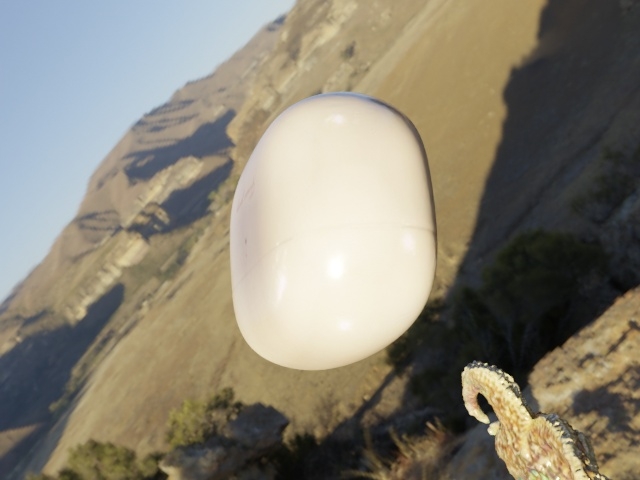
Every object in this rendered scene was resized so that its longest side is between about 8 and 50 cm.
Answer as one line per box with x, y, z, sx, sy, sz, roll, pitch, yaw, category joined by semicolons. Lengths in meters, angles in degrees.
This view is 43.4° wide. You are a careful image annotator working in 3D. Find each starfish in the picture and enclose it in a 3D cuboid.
0.150;0.139;0.509;0.053;0.150;0.209;-27;-2;-7;starfish

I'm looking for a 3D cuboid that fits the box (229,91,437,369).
0.000;0.000;0.463;0.200;0.088;0.145;138;131;-69;box

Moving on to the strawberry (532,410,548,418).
0.418;0.353;1.470;0.152;0.104;0.048;-91;17;-81;strawberry
